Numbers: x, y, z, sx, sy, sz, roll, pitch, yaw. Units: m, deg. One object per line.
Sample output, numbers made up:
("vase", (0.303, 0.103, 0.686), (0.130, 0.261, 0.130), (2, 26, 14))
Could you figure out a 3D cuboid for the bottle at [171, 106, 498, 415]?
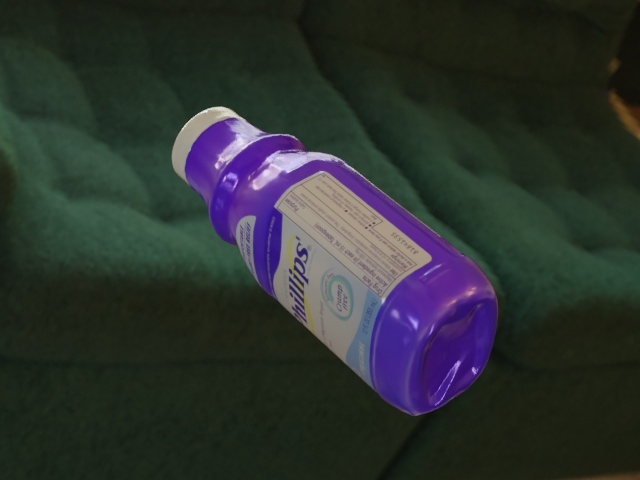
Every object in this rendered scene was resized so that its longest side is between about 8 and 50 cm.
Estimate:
("bottle", (0.000, 0.000, 0.937), (0.092, 0.118, 0.283), (-30, 51, -27))
